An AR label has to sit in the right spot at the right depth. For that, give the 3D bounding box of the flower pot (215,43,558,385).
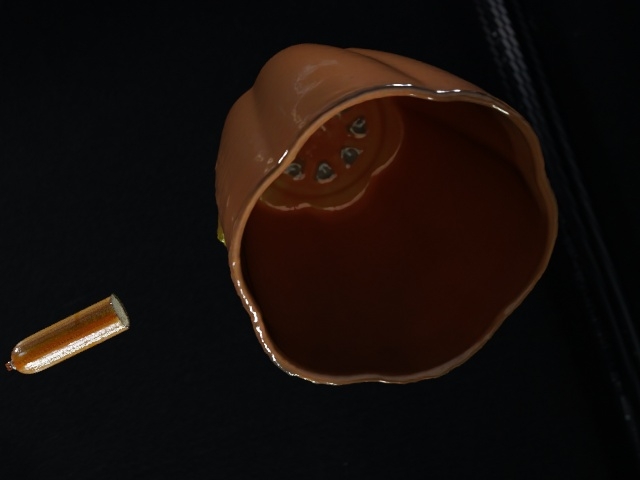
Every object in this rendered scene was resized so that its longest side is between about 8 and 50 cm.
[{"bbox_3d":[0.023,-0.033,0.659,0.191,0.173,0.190,-7,-62,-12],"label":"flower pot"}]

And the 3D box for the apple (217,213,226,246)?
[{"bbox_3d":[0.004,-0.006,0.876,0.147,0.156,0.158,-35,-52,-4],"label":"apple"}]

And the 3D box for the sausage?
[{"bbox_3d":[-0.202,0.078,0.863,0.107,0.031,0.031,-27,-94,10],"label":"sausage"}]
